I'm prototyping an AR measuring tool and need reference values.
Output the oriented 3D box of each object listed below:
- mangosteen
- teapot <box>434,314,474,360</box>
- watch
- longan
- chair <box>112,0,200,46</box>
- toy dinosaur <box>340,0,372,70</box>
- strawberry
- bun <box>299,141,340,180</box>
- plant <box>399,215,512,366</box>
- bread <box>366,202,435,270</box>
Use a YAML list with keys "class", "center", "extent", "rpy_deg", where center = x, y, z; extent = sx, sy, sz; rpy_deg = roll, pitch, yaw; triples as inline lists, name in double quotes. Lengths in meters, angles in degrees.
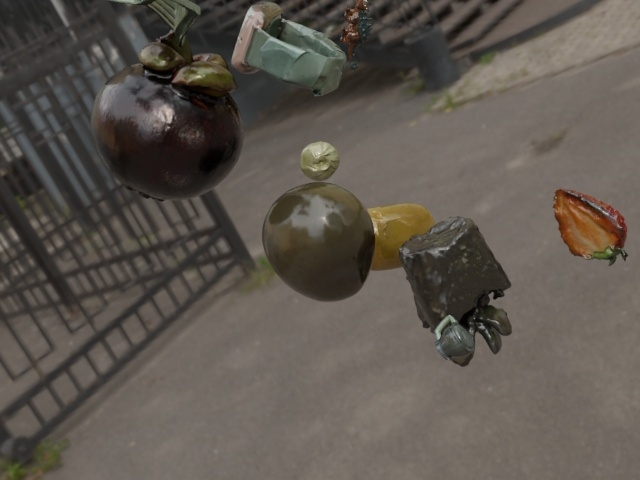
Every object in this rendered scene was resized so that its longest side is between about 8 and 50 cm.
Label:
- class: "mangosteen"
  center: [-0.294, -0.251, 1.868]
  extent: [0.306, 0.347, 0.307]
  rpy_deg: [17, 18, -6]
- class: "teapot"
  center: [0.243, 0.183, 1.765]
  extent: [0.057, 0.066, 0.088]
  rpy_deg: [-38, 48, 22]
- class: "watch"
  center: [-0.060, -0.424, 2.131]
  extent: [0.241, 0.162, 0.253]
  rpy_deg: [21, 24, 3]
- class: "longan"
  center: [0.000, 0.000, 1.822]
  extent: [0.215, 0.246, 0.246]
  rpy_deg: [-60, 22, -8]
- class: "chair"
  center: [-0.307, -0.477, 1.661]
  extent: [0.274, 0.204, 0.190]
  rpy_deg: [14, -28, -37]
- class: "toy dinosaur"
  center: [0.063, -0.365, 1.643]
  extent: [0.055, 0.154, 0.049]
  rpy_deg: [5, 39, -1]
- class: "strawberry"
  center: [0.591, -0.032, 2.054]
  extent: [0.192, 0.140, 0.085]
  rpy_deg: [27, 34, 27]
- class: "bun"
  center: [0.002, -0.162, 1.967]
  extent: [0.086, 0.086, 0.055]
  rpy_deg: [-29, 30, -5]
- class: "plant"
  center: [0.289, 0.101, 1.950]
  extent: [0.188, 0.276, 0.199]
  rpy_deg: [-24, 13, -8]
- class: "bread"
  center: [0.177, -0.011, 2.125]
  extent: [0.217, 0.147, 0.098]
  rpy_deg: [-13, 5, -36]
